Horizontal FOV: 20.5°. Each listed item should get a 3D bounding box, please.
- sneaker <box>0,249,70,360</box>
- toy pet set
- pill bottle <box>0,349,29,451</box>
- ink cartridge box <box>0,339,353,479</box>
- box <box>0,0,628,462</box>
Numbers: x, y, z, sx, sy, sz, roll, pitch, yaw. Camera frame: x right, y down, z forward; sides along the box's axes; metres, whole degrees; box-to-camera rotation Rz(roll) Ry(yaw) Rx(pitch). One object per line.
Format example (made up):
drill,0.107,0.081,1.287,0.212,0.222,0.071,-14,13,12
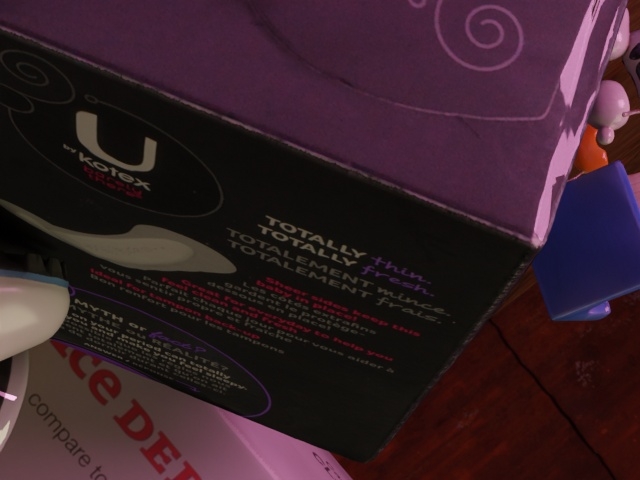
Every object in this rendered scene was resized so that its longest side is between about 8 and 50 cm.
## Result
sneaker,-0.188,0.053,0.540,0.237,0.086,0.085,-15,178,-24
toy pet set,0.091,-0.031,0.628,0.065,0.114,0.122,-14,168,-14
pill bottle,-0.171,0.043,0.642,0.116,0.065,0.065,22,128,-30
ink cartridge box,-0.162,0.149,0.816,0.306,0.226,0.131,-42,171,7
box,-0.012,-0.044,0.590,0.270,0.165,0.143,114,-3,-70
